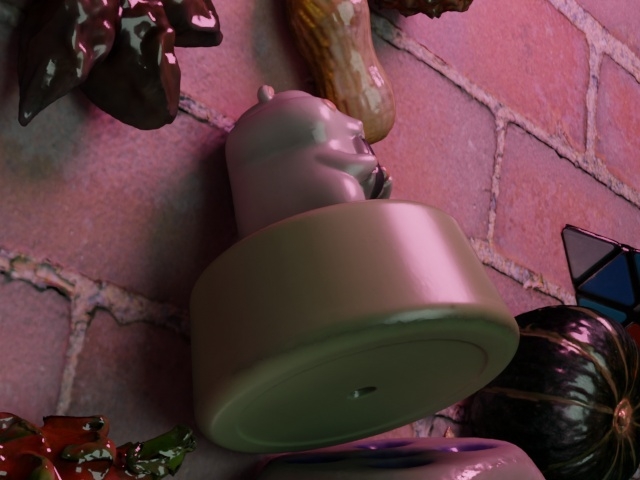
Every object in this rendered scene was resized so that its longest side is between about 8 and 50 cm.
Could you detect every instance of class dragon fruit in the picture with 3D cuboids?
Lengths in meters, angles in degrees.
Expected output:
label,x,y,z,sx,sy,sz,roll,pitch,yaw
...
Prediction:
label,x,y,z,sx,sy,sz,roll,pitch,yaw
dragon fruit,-0.197,0.191,0.872,0.236,0.137,0.135,-29,122,-44

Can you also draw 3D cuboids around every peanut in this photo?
label,x,y,z,sx,sy,sz,roll,pitch,yaw
peanut,0.022,-0.197,1.192,0.087,0.087,0.206,-36,111,-44

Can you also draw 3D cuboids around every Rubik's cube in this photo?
label,x,y,z,sx,sy,sz,roll,pitch,yaw
Rubik's cube,0.436,0.046,1.575,0.234,0.250,0.284,40,61,-15

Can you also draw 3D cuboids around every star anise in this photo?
label,x,y,z,sx,sy,sz,roll,pitch,yaw
star anise,-0.195,-0.237,0.942,0.315,0.108,0.315,7,82,-55

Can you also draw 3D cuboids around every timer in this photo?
label,x,y,z,sx,sy,sz,roll,pitch,yaw
timer,0.000,0.000,1.055,0.291,0.291,0.315,14,52,-46

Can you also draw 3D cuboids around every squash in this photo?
label,x,y,z,sx,sy,sz,roll,pitch,yaw
squash,0.297,0.201,1.393,0.252,0.165,0.252,-2,93,-49

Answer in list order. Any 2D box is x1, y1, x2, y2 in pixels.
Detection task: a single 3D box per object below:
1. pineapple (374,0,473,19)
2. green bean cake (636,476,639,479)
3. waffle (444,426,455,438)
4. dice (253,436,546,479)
label,x,y,z,sx,sy,sz,roll,pitch,yaw
pineapple,0.104,-0.320,1.249,0.193,0.166,0.166,-17,99,-48
green bean cake,0.404,0.392,1.455,0.125,0.227,0.222,44,34,20
waffle,0.148,0.286,1.257,0.032,0.125,0.191,27,65,-13
dice,0.068,0.324,1.065,0.243,0.251,0.259,2,84,-46
